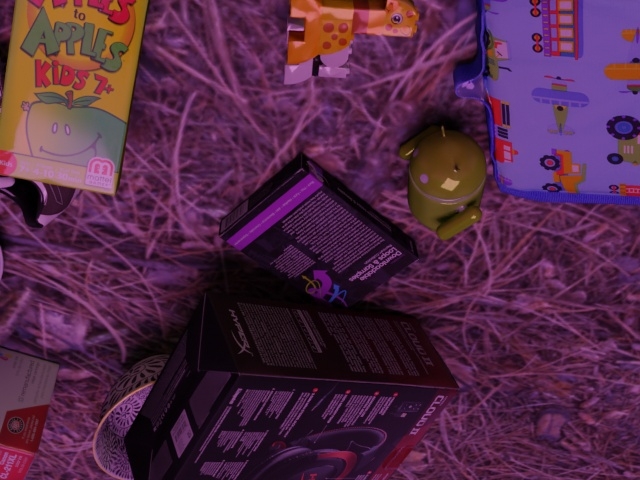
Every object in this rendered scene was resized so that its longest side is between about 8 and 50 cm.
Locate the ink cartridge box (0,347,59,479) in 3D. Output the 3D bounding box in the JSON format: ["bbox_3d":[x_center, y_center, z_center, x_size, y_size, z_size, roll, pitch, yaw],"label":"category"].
[{"bbox_3d":[-0.381,0.173,0.906,0.175,0.127,0.072,20,127,-19],"label":"ink cartridge box"}]

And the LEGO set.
[{"bbox_3d":[0.025,-0.196,0.624,0.093,0.087,0.227,3,132,-4],"label":"LEGO set"}]

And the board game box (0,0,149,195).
[{"bbox_3d":[-0.184,-0.133,0.648,0.092,0.043,0.181,10,103,-10],"label":"board game box"}]

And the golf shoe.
[{"bbox_3d":[-0.273,-0.090,0.693,0.077,0.094,0.198,-14,135,46],"label":"golf shoe"}]

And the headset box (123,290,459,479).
[{"bbox_3d":[-0.019,0.179,0.881,0.293,0.110,0.218,10,125,-34],"label":"headset box"}]

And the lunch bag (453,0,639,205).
[{"bbox_3d":[0.252,-0.131,0.676,0.293,0.138,0.221,-4,135,14],"label":"lunch bag"}]

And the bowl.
[{"bbox_3d":[-0.170,0.178,0.938,0.170,0.080,0.170,-15,133,-16],"label":"bowl"}]

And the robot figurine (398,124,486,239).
[{"bbox_3d":[0.110,-0.052,0.754,0.067,0.101,0.115,-17,155,-4],"label":"robot figurine"}]

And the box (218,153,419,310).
[{"bbox_3d":[0.000,0.000,0.834,0.116,0.029,0.162,-37,122,27],"label":"box"}]

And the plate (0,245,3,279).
[{"bbox_3d":[-0.398,0.002,0.824,0.188,0.024,0.188,-1,132,-1],"label":"plate"}]
